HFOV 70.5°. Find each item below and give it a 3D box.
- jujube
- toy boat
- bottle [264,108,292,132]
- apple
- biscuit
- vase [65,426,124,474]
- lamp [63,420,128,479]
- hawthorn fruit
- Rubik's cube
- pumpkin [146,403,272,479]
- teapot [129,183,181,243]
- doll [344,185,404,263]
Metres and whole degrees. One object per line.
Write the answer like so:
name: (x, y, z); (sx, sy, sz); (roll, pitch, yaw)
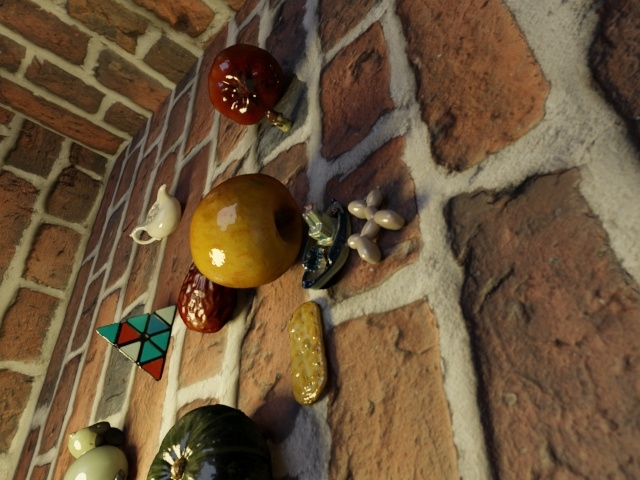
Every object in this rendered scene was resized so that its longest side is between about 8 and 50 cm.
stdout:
jujube: (-0.330, 0.152, 1.343); (0.183, 0.183, 0.243); (0, 78, 51)
toy boat: (0.000, 0.000, 1.089); (0.114, 0.115, 0.262); (-19, 54, 44)
bottle: (-0.144, -0.413, 1.544); (0.047, 0.101, 0.063); (-52, 38, 13)
apple: (-0.199, -0.021, 1.190); (0.275, 0.299, 0.299); (-4, 63, 29)
biscuit: (-0.033, 0.252, 1.041); (0.118, 0.029, 0.247); (-38, 42, 31)
vase: (-0.783, 0.763, 1.579); (0.237, 0.115, 0.115); (-53, 37, 7)
lamp: (-0.722, 0.721, 1.440); (0.198, 0.197, 0.244); (-48, 56, 18)
hawthorn fruit: (-0.292, -0.588, 1.705); (0.311, 0.295, 0.295); (20, 84, 55)
Rubik's cube: (-0.586, 0.341, 1.630); (0.250, 0.284, 0.234); (30, 69, 30)
pumpkin: (-0.236, 0.514, 0.980); (0.300, 0.207, 0.300); (-27, 39, 24)
teapot: (-0.719, -0.102, 2.021); (0.298, 0.139, 0.204); (-57, 39, 6)
doll: (0.113, -0.043, 1.027); (0.161, 0.059, 0.160); (-58, 37, 7)
